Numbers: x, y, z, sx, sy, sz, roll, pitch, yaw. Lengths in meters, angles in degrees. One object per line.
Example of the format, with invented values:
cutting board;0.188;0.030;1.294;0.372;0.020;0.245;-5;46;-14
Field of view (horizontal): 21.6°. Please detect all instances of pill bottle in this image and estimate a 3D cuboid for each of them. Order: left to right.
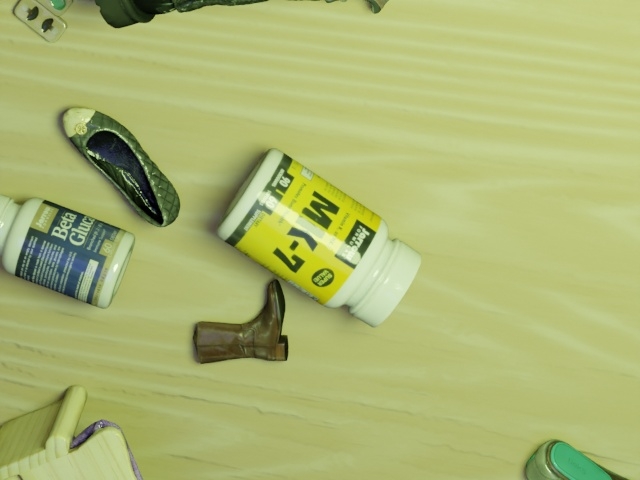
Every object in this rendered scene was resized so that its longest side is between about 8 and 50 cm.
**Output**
pill bottle;-0.304;0.007;1.908;0.169;0.094;0.094;21;111;-2
pill bottle;0.000;0.000;1.862;0.208;0.119;0.119;33;110;-7

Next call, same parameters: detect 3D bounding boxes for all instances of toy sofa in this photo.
toy sofa;-0.240;0.360;2.006;0.177;0.150;0.363;-23;107;9

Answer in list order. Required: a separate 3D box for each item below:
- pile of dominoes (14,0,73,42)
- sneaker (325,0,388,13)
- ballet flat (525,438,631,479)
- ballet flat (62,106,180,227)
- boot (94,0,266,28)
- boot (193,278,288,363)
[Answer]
pile of dominoes;-0.344;-0.349;1.809;0.196;0.040;0.251;19;112;-1
sneaker;0.005;-0.285;1.788;0.158;0.061;0.065;23;117;-2
ballet flat;0.336;0.308;1.980;0.213;0.072;0.068;33;138;-6
ballet flat;-0.222;-0.085;1.889;0.057;0.049;0.173;-42;101;17
boot;-0.124;-0.394;1.693;0.260;0.131;0.348;-9;105;20
boot;-0.098;0.095;1.955;0.114;0.037;0.106;0;108;11
